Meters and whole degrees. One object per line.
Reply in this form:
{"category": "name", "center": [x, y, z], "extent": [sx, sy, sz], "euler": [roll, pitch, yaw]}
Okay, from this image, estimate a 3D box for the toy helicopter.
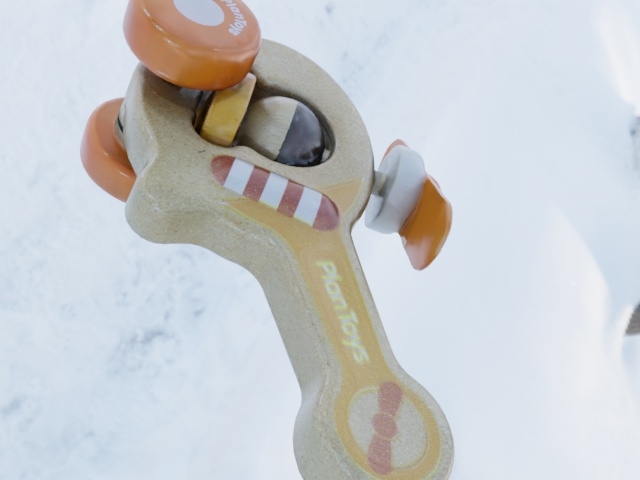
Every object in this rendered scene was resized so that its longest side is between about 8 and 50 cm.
{"category": "toy helicopter", "center": [0.000, 0.000, 0.505], "extent": [0.235, 0.140, 0.355], "euler": [2, 51, -32]}
